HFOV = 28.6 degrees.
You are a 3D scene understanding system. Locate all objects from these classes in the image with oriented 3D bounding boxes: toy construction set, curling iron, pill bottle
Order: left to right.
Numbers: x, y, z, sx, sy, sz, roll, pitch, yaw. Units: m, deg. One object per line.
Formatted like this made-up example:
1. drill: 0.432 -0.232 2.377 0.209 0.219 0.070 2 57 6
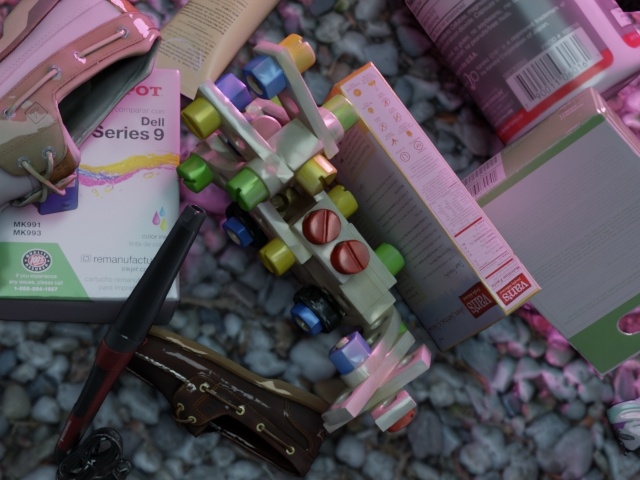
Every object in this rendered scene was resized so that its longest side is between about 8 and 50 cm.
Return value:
1. curling iron: -0.152 0.092 1.028 0.068 0.035 0.274 25 104 4
2. toy construction set: 0.000 0.000 1.047 0.151 0.215 0.328 -26 95 -20
3. pill bottle: 0.169 -0.237 1.187 0.161 0.161 0.283 -32 84 -18

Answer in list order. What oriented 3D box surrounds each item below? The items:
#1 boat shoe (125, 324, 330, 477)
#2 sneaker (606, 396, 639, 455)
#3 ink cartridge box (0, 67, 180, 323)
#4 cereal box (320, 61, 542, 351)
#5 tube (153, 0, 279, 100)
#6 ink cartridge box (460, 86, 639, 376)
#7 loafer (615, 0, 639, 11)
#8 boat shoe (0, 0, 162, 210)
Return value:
1. boat shoe: -0.091 0.136 1.078 0.207 0.073 0.073 25 70 -5
2. sneaker: 0.323 0.176 1.180 0.098 0.038 0.069 -16 81 -6
3. ink cartridge box: -0.201 -0.041 1.091 0.154 0.093 0.212 2 73 -11
4. cereal box: 0.079 -0.022 1.105 0.047 0.173 0.240 -35 86 -19
5. tube: -0.076 -0.233 1.188 0.062 0.070 0.240 45 71 -19
6. ink cartridge box: 0.250 -0.002 1.141 0.235 0.171 0.056 42 25 -24
7. loafer: 0.259 -0.316 1.269 0.220 0.080 0.078 35 72 -1
8. boat shoe: -0.238 -0.084 0.988 0.103 0.113 0.302 29 72 7
